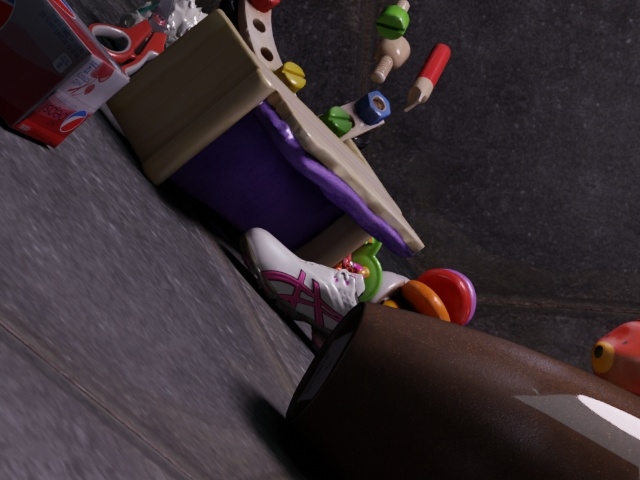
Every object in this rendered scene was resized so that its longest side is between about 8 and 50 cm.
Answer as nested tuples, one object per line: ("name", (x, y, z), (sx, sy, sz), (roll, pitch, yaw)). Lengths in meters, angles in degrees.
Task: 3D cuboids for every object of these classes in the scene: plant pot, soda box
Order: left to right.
("soda box", (-0.263, -0.197, 1.204), (0.263, 0.083, 0.092), (49, 5, 14))
("plant pot", (0.097, 0.152, 1.183), (0.230, 0.215, 0.215), (33, 7, -6))

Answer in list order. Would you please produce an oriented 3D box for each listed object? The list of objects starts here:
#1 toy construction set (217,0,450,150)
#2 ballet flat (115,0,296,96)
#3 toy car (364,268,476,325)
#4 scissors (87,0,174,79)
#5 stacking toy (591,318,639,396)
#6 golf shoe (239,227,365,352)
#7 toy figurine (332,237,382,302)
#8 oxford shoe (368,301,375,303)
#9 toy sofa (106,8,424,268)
("toy construction set", (-0.023, -0.156, 1.857), (0.257, 0.308, 0.237), (68, 28, -27))
("ballet flat", (-0.109, -0.189, 2.119), (0.409, 0.147, 0.147), (44, 7, -48))
("toy car", (0.139, 0.094, 2.084), (0.159, 0.136, 0.182), (49, 6, 10))
("scissors", (-0.190, -0.242, 1.888), (0.109, 0.021, 0.297), (41, 28, -1))
("stacking toy", (0.317, 0.148, 1.520), (0.279, 0.130, 0.309), (19, 1, -36))
("golf shoe", (-0.001, 0.049, 1.568), (0.186, 0.086, 0.067), (47, 7, -7))
("toy figurine", (0.000, 0.000, 1.957), (0.159, 0.130, 0.173), (-6, 79, -67))
("oxford shoe", (0.125, 0.147, 1.944), (0.212, 0.076, 0.076), (47, 7, 5))
("toy sofa", (-0.047, -0.062, 1.640), (0.177, 0.150, 0.362), (57, 9, 29))
